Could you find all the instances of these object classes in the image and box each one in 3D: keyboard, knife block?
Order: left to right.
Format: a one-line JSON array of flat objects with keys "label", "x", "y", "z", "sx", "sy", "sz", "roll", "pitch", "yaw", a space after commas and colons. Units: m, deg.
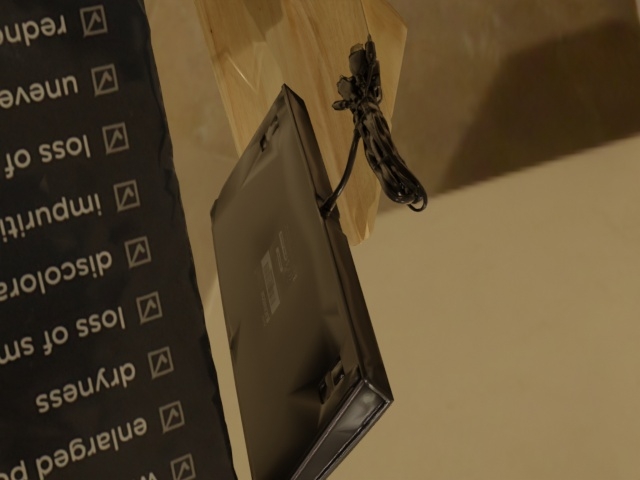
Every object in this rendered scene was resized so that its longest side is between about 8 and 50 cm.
[{"label": "knife block", "x": -0.036, "y": -0.158, "z": 1.055, "sx": 0.088, "sy": 0.276, "sz": 0.242, "roll": -3, "pitch": 157, "yaw": 34}, {"label": "keyboard", "x": 0.000, "y": 0.000, "z": 0.853, "sx": 0.033, "sy": 0.317, "sz": 0.201, "roll": 21, "pitch": 119, "yaw": -24}]

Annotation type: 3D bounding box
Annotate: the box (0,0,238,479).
[{"label": "box", "x": -0.315, "y": 0.101, "z": 0.697, "sx": 0.297, "sy": 0.480, "sz": 0.472, "roll": 0, "pitch": 103, "yaw": 50}]
